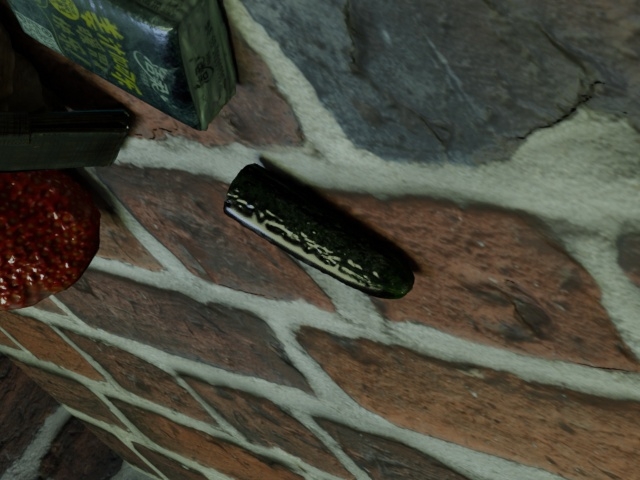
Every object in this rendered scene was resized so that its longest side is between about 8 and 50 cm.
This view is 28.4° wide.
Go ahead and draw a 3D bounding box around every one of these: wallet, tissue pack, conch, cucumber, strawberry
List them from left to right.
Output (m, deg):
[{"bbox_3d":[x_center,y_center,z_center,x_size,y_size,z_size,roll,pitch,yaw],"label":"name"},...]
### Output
[{"bbox_3d":[-0.469,-0.213,1.643,0.210,0.159,0.291,12,151,45],"label":"conch"},{"bbox_3d":[-0.514,-0.035,1.946,0.351,0.312,0.267,22,-169,-14],"label":"strawberry"},{"bbox_3d":[-0.412,-0.125,1.626,0.317,0.044,0.169,-4,165,-18],"label":"wallet"},{"bbox_3d":[-0.218,-0.235,1.307,0.257,0.081,0.185,29,159,18],"label":"tissue pack"},{"bbox_3d":[0.001,-0.001,1.478,0.241,0.074,0.074,32,159,8],"label":"cucumber"}]
